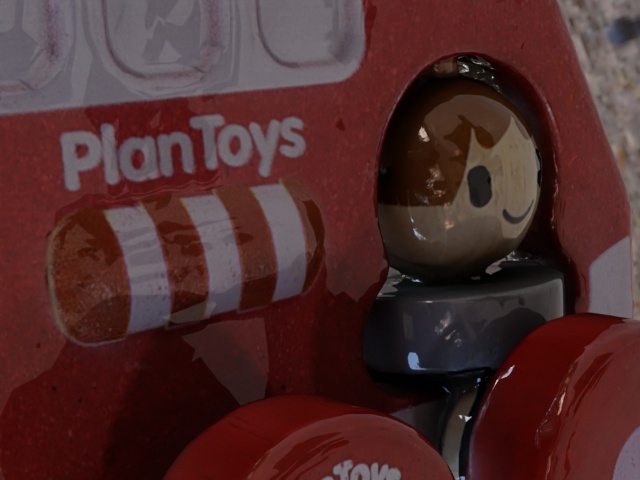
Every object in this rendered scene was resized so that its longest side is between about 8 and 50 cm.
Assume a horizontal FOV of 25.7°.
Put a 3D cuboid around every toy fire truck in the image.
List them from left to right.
[{"bbox_3d":[0.000,0.000,0.453,0.169,0.302,0.254,9,106,49],"label":"toy fire truck"}]
